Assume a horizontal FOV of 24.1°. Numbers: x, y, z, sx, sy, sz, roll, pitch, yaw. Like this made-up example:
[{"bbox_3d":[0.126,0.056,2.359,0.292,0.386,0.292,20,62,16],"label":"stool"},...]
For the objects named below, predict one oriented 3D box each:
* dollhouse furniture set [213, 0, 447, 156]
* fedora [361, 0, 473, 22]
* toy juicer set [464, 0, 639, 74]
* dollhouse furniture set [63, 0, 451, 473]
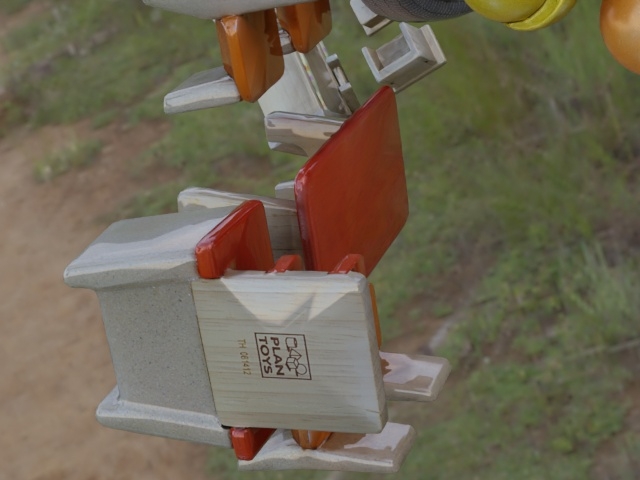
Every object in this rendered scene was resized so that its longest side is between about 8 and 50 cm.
[{"bbox_3d":[0.008,-0.190,1.294,0.161,0.182,0.101,-30,-15,23],"label":"dollhouse furniture set"},{"bbox_3d":[0.061,-0.261,0.847,0.124,0.275,0.243,34,64,28],"label":"fedora"},{"bbox_3d":[0.120,-0.211,0.708,0.209,0.329,0.089,-44,26,17],"label":"toy juicer set"},{"bbox_3d":[0.000,0.000,0.725,0.135,0.262,0.259,-1,23,21],"label":"dollhouse furniture set"}]
